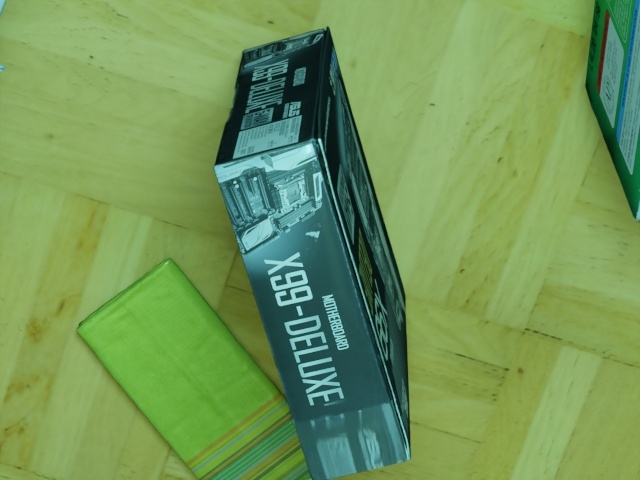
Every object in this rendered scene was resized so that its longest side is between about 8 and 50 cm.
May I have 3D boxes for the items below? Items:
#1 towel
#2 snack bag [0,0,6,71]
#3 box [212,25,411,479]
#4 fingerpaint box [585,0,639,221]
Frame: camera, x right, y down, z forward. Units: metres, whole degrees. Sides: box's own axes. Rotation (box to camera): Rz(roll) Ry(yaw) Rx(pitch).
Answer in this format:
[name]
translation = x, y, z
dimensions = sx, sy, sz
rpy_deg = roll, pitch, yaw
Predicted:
[towel]
translation = -0.092, 0.131, 1.658
dimensions = 0.102, 0.021, 0.237
rpy_deg = -37, 106, 4
[snack bag]
translation = -0.389, -0.166, 1.441
dimensions = 0.323, 0.037, 0.342
rpy_deg = 23, 141, -9
[box]
translation = 0.000, 0.000, 1.462
dimensions = 0.077, 0.307, 0.242
rpy_deg = -15, 108, 7
[fingerpaint box]
translation = 0.394, -0.240, 1.359
dimensions = 0.371, 0.163, 0.444
rpy_deg = -8, 139, -6
